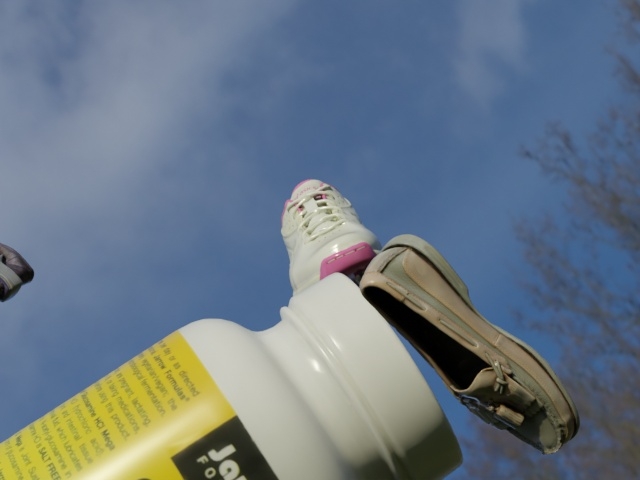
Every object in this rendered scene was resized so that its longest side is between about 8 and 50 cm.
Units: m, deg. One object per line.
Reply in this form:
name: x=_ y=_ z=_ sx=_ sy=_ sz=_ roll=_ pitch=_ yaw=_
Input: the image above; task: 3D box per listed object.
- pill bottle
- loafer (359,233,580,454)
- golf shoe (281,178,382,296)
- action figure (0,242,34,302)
pill bottle: x=-0.090 y=0.166 z=0.903 sx=0.334 sy=0.188 sz=0.188 roll=-33 pitch=-35 yaw=-8
loafer: x=0.065 y=0.055 z=0.697 sx=0.045 sy=0.125 sz=0.039 roll=-42 pitch=0 yaw=45
golf shoe: x=0.000 y=0.000 z=1.689 sx=0.115 sy=0.140 sz=0.306 roll=-24 pitch=0 yaw=-5
action figure: x=-0.485 y=0.103 z=1.979 sx=0.185 sy=0.099 sz=0.285 roll=-46 pitch=8 yaw=26
